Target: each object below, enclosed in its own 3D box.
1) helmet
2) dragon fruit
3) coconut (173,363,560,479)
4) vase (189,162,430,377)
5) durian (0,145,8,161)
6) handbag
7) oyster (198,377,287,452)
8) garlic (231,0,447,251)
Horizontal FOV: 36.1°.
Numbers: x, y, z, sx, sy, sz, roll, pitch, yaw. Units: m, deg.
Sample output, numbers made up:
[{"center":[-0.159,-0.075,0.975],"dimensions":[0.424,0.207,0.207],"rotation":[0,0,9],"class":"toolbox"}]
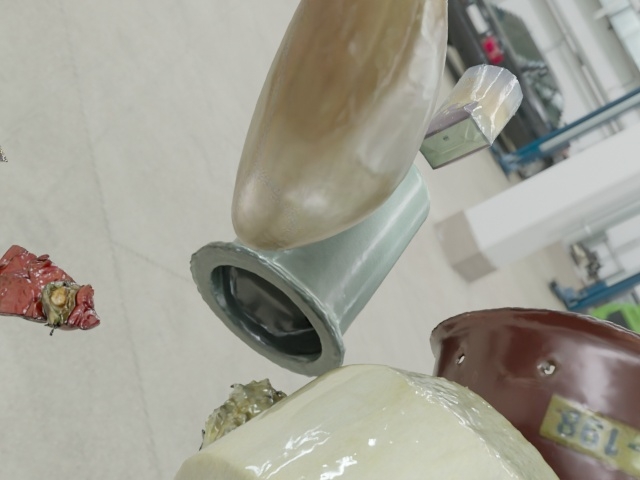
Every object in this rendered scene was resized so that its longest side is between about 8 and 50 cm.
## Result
[{"center":[0.255,0.247,0.969],"dimensions":[0.337,0.385,0.230],"rotation":[105,10,-67],"class":"helmet"},{"center":[-0.357,0.091,1.242],"dimensions":[0.092,0.192,0.122],"rotation":[-40,131,-40],"class":"dragon fruit"},{"center":[0.024,0.252,0.718],"dimensions":[0.323,0.323,0.323],"rotation":[53,19,-27],"class":"coconut"},{"center":[0.000,0.000,1.333],"dimensions":[0.291,0.245,0.245],"rotation":[-52,120,-30],"class":"vase"},{"center":[-0.602,-0.143,1.510],"dimensions":[0.186,0.108,0.119],"rotation":[-19,86,-44],"class":"durian"},{"center":[0.215,-0.182,1.395],"dimensions":[0.095,0.117,0.173],"rotation":[56,45,-14],"class":"handbag"},{"center":[-0.076,0.233,1.120],"dimensions":[0.133,0.072,0.209],"rotation":[48,40,1],"class":"oyster"},{"center":[0.026,-0.114,0.794],"dimensions":[0.143,0.318,0.112],"rotation":[16,19,-14],"class":"garlic"}]
